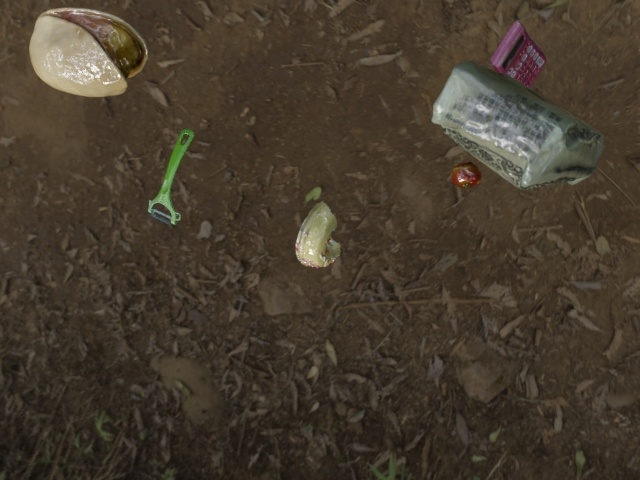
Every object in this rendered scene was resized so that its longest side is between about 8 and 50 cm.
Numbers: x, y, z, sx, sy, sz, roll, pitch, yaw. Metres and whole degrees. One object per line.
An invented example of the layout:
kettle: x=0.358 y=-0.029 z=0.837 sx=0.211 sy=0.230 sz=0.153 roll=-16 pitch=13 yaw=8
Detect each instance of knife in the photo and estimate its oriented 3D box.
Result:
knife: x=-0.252 y=-0.112 z=1.035 sx=0.078 sy=0.022 sz=0.166 roll=23 pitch=99 yaw=23

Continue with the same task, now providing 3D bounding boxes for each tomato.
tomato: x=0.431 y=-0.196 z=1.777 sx=0.087 sy=0.087 sz=0.075 roll=-8 pitch=79 yaw=24

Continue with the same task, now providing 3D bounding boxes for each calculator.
calculator: x=0.519 y=-0.472 z=1.575 sx=0.034 sy=0.190 sz=0.126 roll=37 pitch=98 yaw=46

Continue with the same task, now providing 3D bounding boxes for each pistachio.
pistachio: x=-0.497 y=-0.404 z=1.273 sx=0.299 sy=0.187 sz=0.187 roll=12 pitch=105 yaw=34

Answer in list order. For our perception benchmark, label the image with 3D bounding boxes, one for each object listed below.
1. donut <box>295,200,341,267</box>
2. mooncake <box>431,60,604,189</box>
donut: x=-0.002 y=0.005 z=1.300 sx=0.065 sy=0.108 sz=0.166 roll=25 pitch=148 yaw=22
mooncake: x=0.328 y=-0.183 z=1.007 sx=0.254 sy=0.250 sz=0.136 roll=43 pitch=122 yaw=27
